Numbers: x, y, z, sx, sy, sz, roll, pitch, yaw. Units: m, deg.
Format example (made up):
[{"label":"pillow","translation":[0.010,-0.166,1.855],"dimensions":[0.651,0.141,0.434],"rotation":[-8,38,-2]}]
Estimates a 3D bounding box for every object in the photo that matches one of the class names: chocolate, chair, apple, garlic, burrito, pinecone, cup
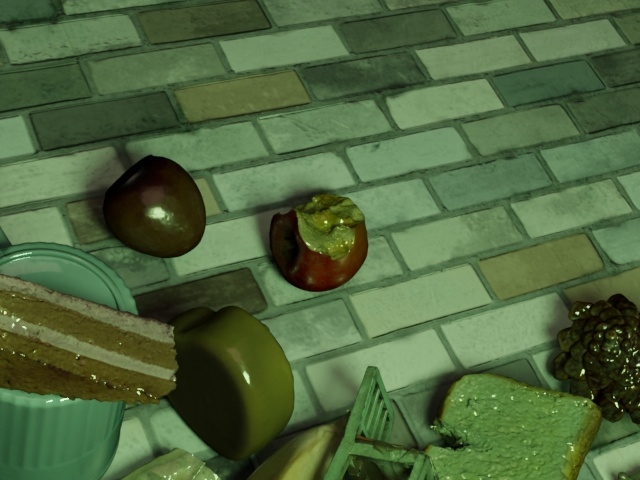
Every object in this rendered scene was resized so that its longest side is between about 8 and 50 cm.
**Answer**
[{"label":"chocolate","translation":[-0.263,-0.046,1.796],"dimensions":[0.176,0.177,0.177],"rotation":[9,54,-12]},{"label":"chair","translation":[0.104,0.327,1.567],"dimensions":[0.147,0.136,0.270],"rotation":[5,46,26]},{"label":"apple","translation":[0.002,0.006,1.842],"dimensions":[0.158,0.147,0.156],"rotation":[-12,27,-36]},{"label":"garlic","translation":[-0.035,0.357,1.564],"dimensions":[0.145,0.164,0.245],"rotation":[31,43,8]},{"label":"burrito","translation":[-0.249,0.359,1.556],"dimensions":[0.226,0.060,0.087],"rotation":[-23,71,-31]},{"label":"pinecone","translation":[0.513,0.199,1.839],"dimensions":[0.201,0.202,0.229],"rotation":[-4,32,-48]},{"label":"cup","translation":[-0.383,0.153,1.501],"dimensions":[0.256,0.311,0.331],"rotation":[3,55,-16]}]

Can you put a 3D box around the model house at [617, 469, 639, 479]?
[{"label":"model house","translation":[0.528,0.447,1.702],"dimensions":[0.188,0.122,0.229],"rotation":[14,29,6]}]

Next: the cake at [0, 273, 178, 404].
[{"label":"cake","translation":[-0.307,0.115,1.295],"dimensions":[0.295,0.113,0.116],"rotation":[12,54,-17]}]

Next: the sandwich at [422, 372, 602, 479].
[{"label":"sandwich","translation":[0.274,0.337,1.684],"dimensions":[0.249,0.095,0.273],"rotation":[14,50,21]}]

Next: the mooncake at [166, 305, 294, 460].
[{"label":"mooncake","translation":[-0.132,0.204,1.611],"dimensions":[0.235,0.235,0.117],"rotation":[42,51,14]}]
